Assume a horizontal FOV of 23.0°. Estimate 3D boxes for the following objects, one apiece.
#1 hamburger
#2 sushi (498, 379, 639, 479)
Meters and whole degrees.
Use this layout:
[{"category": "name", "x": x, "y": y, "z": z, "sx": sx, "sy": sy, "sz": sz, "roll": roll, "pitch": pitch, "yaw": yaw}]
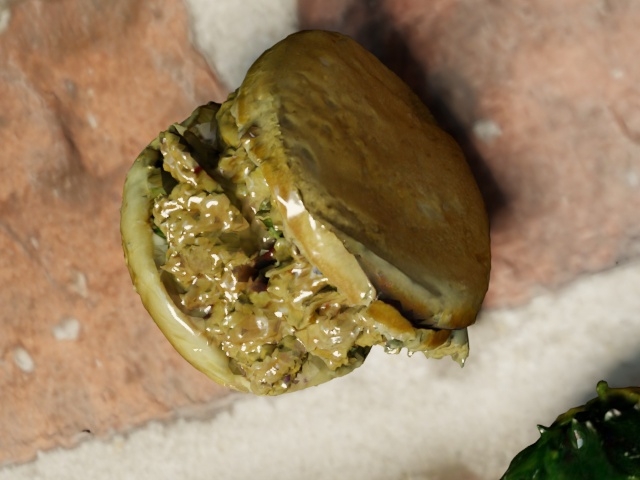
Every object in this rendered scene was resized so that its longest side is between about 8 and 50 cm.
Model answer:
[{"category": "hamburger", "x": 0.000, "y": 0.000, "z": 0.718, "sx": 0.185, "sy": 0.159, "sz": 0.131, "roll": 40, "pitch": 127, "yaw": -16}, {"category": "sushi", "x": 0.131, "y": 0.136, "z": 0.671, "sx": 0.287, "sy": 0.140, "sz": 0.149, "roll": -19, "pitch": 102, "yaw": 39}]
